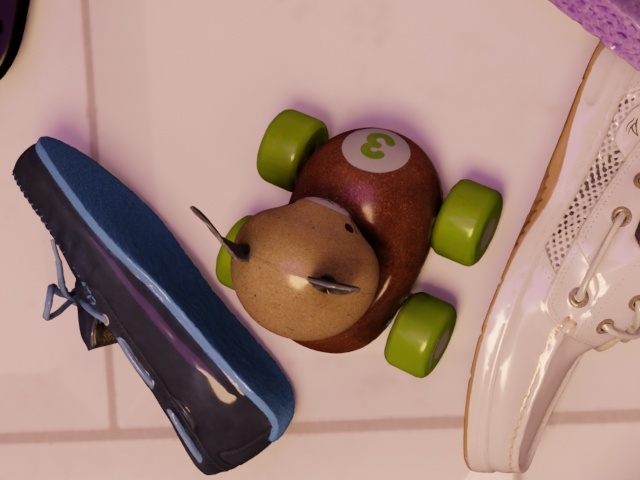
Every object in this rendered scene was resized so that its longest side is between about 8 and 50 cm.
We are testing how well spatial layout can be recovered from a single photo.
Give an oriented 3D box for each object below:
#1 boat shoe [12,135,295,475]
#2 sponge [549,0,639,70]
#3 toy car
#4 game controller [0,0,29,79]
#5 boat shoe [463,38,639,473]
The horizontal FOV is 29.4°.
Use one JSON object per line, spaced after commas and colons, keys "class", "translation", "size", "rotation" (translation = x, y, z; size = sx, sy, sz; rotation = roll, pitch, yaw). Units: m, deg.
{"class": "boat shoe", "translation": [-0.130, 0.046, 0.807], "size": [0.089, 0.109, 0.258], "rotation": [-43, 74, 17]}
{"class": "sponge", "translation": [0.189, -0.156, 0.701], "size": [0.210, 0.031, 0.117], "rotation": [43, 60, 16]}
{"class": "toy car", "translation": [0.000, 0.000, 0.717], "size": [0.155, 0.188, 0.149], "rotation": [24, 97, 18]}
{"class": "game controller", "translation": [-0.271, -0.269, 0.880], "size": [0.166, 0.067, 0.319], "rotation": [12, 94, 19]}
{"class": "boat shoe", "translation": [0.164, 0.018, 0.707], "size": [0.096, 0.098, 0.277], "rotation": [21, 95, 19]}
